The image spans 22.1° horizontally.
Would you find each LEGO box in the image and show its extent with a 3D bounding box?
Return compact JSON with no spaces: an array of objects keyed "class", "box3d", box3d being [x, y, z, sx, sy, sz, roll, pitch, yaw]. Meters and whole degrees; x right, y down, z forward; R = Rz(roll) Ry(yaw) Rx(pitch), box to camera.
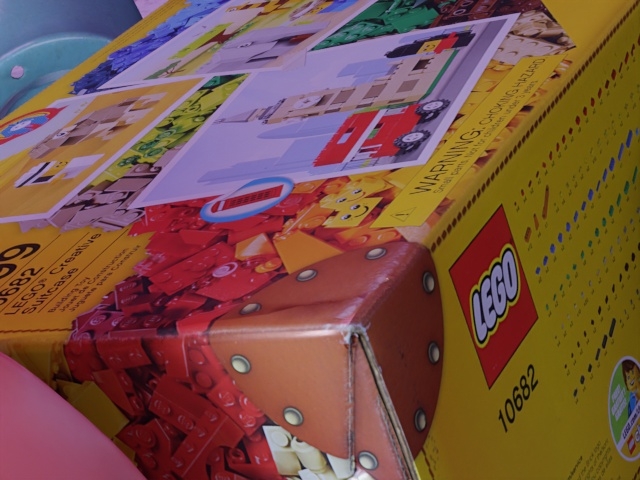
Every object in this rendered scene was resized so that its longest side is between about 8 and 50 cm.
[{"class":"LEGO box","box3d":[0.000,0.000,0.856,0.373,0.193,0.500,-4,27,33]}]

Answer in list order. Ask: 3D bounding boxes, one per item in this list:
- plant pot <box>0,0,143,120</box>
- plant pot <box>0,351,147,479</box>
[{"class":"plant pot","box3d":[-0.243,-0.121,1.289,0.272,0.271,0.255,-27,37,-17]},{"class":"plant pot","box3d":[-0.200,0.183,0.545,0.275,0.275,0.243,-6,35,31]}]
